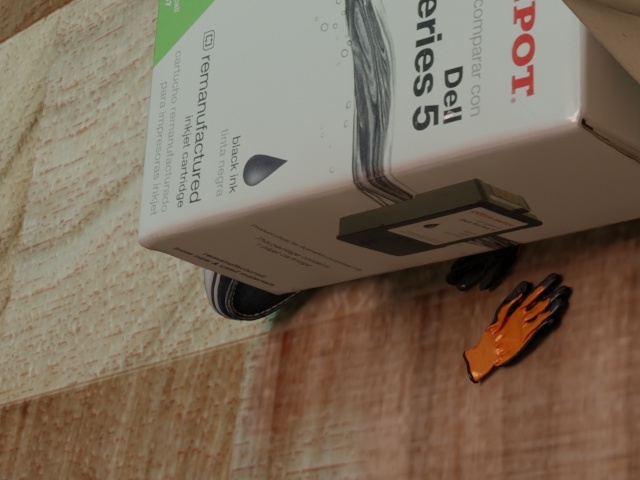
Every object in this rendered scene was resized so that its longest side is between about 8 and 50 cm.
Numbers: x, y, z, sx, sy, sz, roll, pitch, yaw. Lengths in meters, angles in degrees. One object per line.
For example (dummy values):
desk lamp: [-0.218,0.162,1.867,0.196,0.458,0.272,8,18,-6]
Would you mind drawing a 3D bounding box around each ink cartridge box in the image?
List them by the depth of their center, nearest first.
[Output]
ink cartridge box: [0.049,-0.099,0.889,0.273,0.115,0.198,-14,65,41]

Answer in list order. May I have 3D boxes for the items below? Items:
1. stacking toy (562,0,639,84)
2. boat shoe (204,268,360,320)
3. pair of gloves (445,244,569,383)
stacking toy: [0.287,-0.198,0.575,0.480,0.350,0.350,-44,38,6]
boat shoe: [0.000,0.000,1.024,0.183,0.065,0.083,-50,41,29]
pair of gloves: [0.092,0.023,0.929,0.074,0.010,0.083,-42,42,36]
